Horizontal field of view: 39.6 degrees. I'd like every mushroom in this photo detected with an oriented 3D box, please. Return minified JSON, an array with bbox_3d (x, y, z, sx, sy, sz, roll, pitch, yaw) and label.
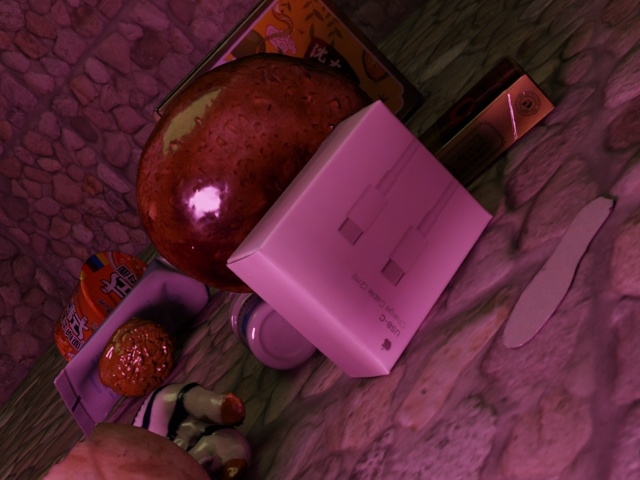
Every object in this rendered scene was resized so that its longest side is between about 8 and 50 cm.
[{"bbox_3d":[-0.058,-0.082,1.171,0.239,0.345,0.345,22,64,40],"label":"mushroom"},{"bbox_3d":[-0.191,0.320,0.893,0.253,0.189,0.195,-64,-14,-50],"label":"mushroom"}]

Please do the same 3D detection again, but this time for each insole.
[{"bbox_3d":[0.226,0.027,0.843,0.197,0.004,0.065,-52,15,-26],"label":"insole"}]

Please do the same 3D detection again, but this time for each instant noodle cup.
[{"bbox_3d":[-0.476,0.177,2.028,0.192,0.250,0.250,-47,11,29],"label":"instant noodle cup"}]

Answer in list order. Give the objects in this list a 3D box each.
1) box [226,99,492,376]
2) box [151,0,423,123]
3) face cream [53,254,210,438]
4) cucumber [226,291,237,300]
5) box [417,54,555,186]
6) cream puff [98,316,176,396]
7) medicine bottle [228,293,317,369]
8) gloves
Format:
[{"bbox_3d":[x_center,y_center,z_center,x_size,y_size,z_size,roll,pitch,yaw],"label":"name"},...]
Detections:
[{"bbox_3d":[0.050,-0.002,1.024,0.251,0.203,0.106,-52,16,-25],"label":"box"},{"bbox_3d":[-0.066,-0.272,1.795,0.420,0.373,0.138,-47,13,-3],"label":"box"},{"bbox_3d":[-0.370,0.191,1.821,0.420,0.137,0.234,-54,-25,-32],"label":"face cream"},{"bbox_3d":[-0.095,0.088,1.401,0.064,0.112,0.064,-50,13,16],"label":"cucumber"},{"bbox_3d":[0.210,-0.149,1.271,0.240,0.071,0.159,-42,12,17],"label":"box"},{"bbox_3d":[-0.343,0.228,1.692,0.150,0.115,0.165,-35,-29,-38],"label":"cream puff"},{"bbox_3d":[-0.066,0.116,1.240,0.105,0.105,0.168,-47,13,-8],"label":"medicine bottle"},{"bbox_3d":[-0.154,0.259,1.095,0.140,0.131,0.219,-41,38,-24],"label":"gloves"}]
